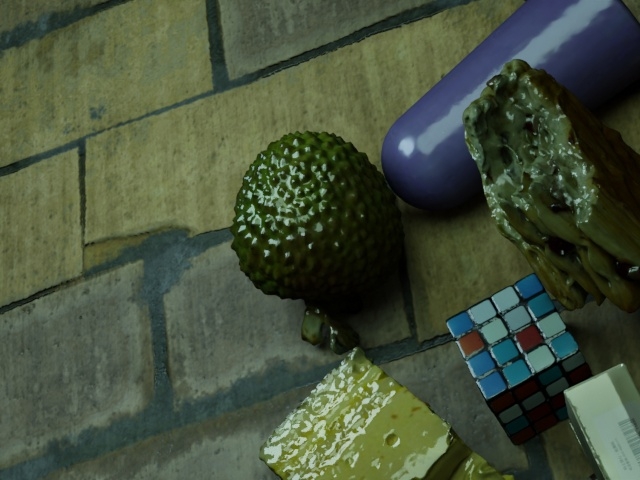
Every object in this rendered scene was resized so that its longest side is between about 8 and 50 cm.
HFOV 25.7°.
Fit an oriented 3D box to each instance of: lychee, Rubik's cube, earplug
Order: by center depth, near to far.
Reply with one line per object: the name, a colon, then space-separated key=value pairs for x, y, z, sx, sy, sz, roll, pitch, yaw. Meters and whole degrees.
Rubik's cube: x=0.289 y=0.168 z=1.990 sx=0.151 sy=0.155 sz=0.154 roll=-30 pitch=52 yaw=5
lychee: x=-0.001 y=-0.011 z=2.187 sx=0.270 sy=0.319 sz=0.270 roll=-12 pitch=35 yaw=9
earplug: x=0.294 y=-0.220 z=2.221 sx=0.456 sy=0.215 sz=0.215 roll=-40 pitch=50 yaw=3

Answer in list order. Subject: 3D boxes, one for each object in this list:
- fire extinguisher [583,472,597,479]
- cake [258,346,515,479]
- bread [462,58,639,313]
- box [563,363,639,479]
fire extinguisher: x=0.392 y=0.333 z=1.915 sx=0.173 sy=0.035 sz=0.049 roll=-35 pitch=89 yaw=1
cake: x=0.104 y=0.334 z=1.930 sx=0.227 sy=0.222 sz=0.286 roll=-47 pitch=52 yaw=-6
bread: x=0.343 y=-0.065 z=1.992 sx=0.191 sy=0.370 sz=0.314 roll=-49 pitch=3 yaw=31
box: x=0.401 y=0.287 z=1.815 sx=0.095 sy=0.168 sz=0.212 roll=-25 pitch=67 yaw=5
